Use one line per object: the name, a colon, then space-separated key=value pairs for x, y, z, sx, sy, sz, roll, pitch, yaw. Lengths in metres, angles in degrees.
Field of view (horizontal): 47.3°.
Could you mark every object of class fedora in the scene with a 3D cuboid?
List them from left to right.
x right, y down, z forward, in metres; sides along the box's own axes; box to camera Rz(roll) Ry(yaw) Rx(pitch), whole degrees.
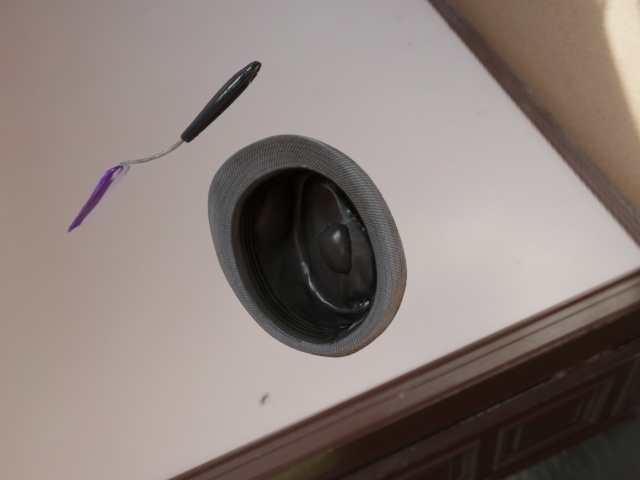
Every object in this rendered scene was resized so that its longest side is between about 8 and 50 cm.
fedora: x=0.000 y=0.000 z=0.897 sx=0.275 sy=0.244 sz=0.124 roll=62 pitch=-150 yaw=-1

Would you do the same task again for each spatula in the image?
spatula: x=-0.182 y=-0.111 z=0.855 sx=0.030 sy=0.296 sz=0.084 roll=53 pitch=-171 yaw=-6
